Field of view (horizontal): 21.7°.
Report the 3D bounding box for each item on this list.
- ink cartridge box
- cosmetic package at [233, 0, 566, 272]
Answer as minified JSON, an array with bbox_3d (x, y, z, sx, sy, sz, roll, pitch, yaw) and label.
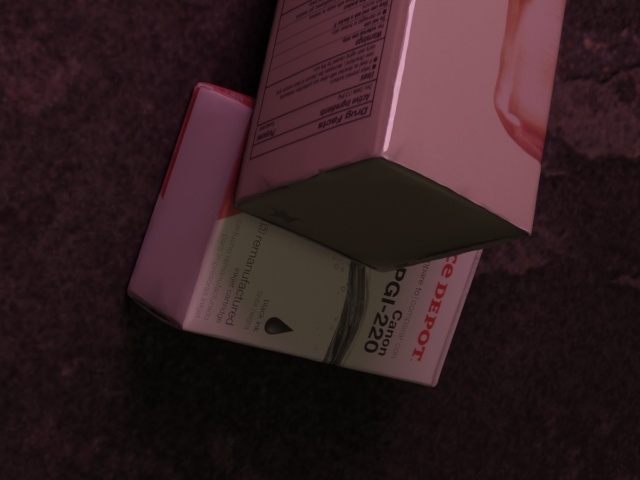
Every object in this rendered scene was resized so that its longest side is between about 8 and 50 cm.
[{"bbox_3d":[0.000,0.000,1.152,0.218,0.092,0.158,15,96,-35],"label":"ink cartridge box"},{"bbox_3d":[0.062,-0.146,1.047,0.129,0.153,0.296,25,67,-32],"label":"cosmetic package"}]
